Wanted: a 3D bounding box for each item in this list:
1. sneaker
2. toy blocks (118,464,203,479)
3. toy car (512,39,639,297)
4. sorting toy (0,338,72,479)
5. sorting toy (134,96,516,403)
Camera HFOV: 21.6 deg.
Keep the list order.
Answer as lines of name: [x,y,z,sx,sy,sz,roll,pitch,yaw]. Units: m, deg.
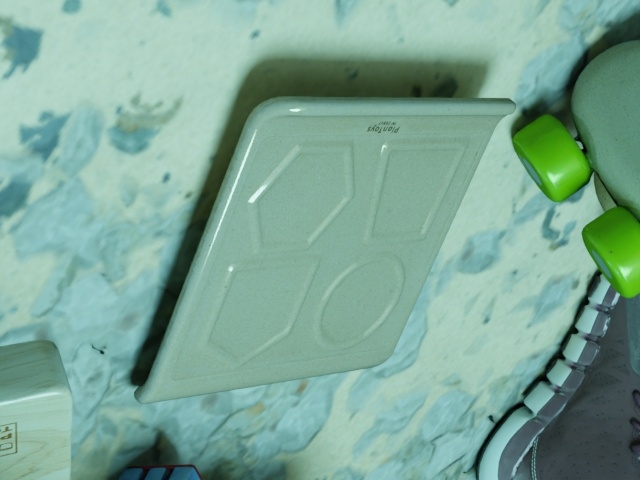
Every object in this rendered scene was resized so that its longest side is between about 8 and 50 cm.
sneaker: [0.246,0.118,1.197,0.106,0.162,0.281,11,115,-51]
toy blocks: [-0.043,0.276,0.979,0.381,0.190,0.261,66,32,-33]
toy car: [0.227,-0.033,1.068,0.155,0.149,0.188,-33,156,0]
sorting toy: [-0.238,0.113,0.679,0.257,0.089,0.255,-12,148,-17]
sorting toy: [0.000,0.000,0.939,0.193,0.038,0.208,-4,131,-45]
